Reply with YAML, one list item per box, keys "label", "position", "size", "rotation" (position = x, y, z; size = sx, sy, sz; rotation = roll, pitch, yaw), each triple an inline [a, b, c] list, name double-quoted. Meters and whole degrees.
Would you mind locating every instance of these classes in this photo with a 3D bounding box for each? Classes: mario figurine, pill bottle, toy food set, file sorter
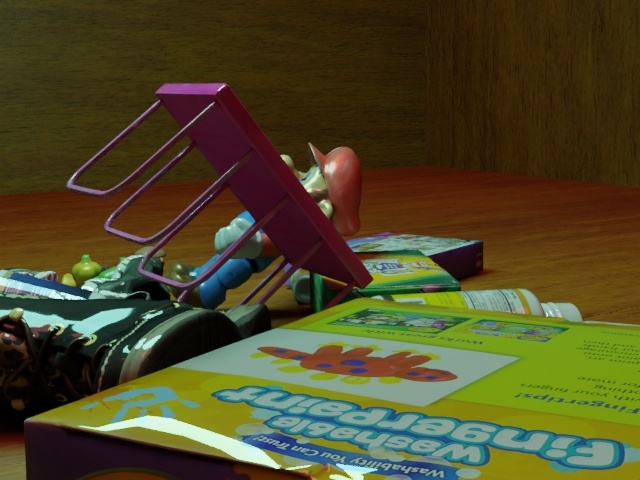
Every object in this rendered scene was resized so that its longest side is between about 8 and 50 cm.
- label: "mario figurine"
  position: [-0.087, -0.037, 1.502]
  size: [0.320, 0.170, 0.198]
  rotation: [-37, 46, -3]
- label: "pill bottle"
  position: [0.152, 0.109, 1.074]
  size: [0.215, 0.117, 0.117]
  rotation: [-2, 9, -8]
- label: "pill bottle"
  position: [-0.299, 0.097, 1.230]
  size: [0.169, 0.094, 0.094]
  rotation: [14, 8, -4]
- label: "toy food set"
  position: [-0.307, 0.045, 1.713]
  size: [0.218, 0.071, 0.128]
  rotation: [-5, 9, -26]
- label: "file sorter"
  position: [-0.124, -0.013, 1.244]
  size: [0.182, 0.290, 0.202]
  rotation: [-44, 24, -15]
- label: "pill bottle"
  position: [-0.024, 0.067, 1.620]
  size: [0.043, 0.043, 0.083]
  rotation: [-2, 9, -6]

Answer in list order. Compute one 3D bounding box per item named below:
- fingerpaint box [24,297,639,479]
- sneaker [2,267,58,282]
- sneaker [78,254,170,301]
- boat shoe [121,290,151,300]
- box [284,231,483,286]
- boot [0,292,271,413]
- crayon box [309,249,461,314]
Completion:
- label: "fingerpaint box"
  position: [0.126, 0.158, 0.606]
  size: [0.445, 0.163, 0.371]
  rotation: [3, 9, 30]
- label: "sneaker"
  position: [-0.453, 0.074, 1.580]
  size: [0.075, 0.063, 0.170]
  rotation: [1, 4, 9]
- label: "sneaker"
  position: [-0.254, 0.075, 1.512]
  size: [0.106, 0.078, 0.234]
  rotation: [6, 12, 13]
- label: "boat shoe"
  position: [-0.303, 0.099, 1.322]
  size: [0.206, 0.065, 0.075]
  rotation: [-5, 31, -31]
- label: "box"
  position: [0.109, 0.037, 1.752]
  size: [0.201, 0.057, 0.293]
  rotation: [7, 12, 38]
- label: "boot"
  position: [-0.213, 0.118, 0.996]
  size: [0.284, 0.138, 0.377]
  rotation: [2, 5, 10]
- label: "crayon box"
  position: [0.078, 0.074, 1.433]
  size: [0.165, 0.081, 0.278]
  rotation: [-2, 9, -6]
